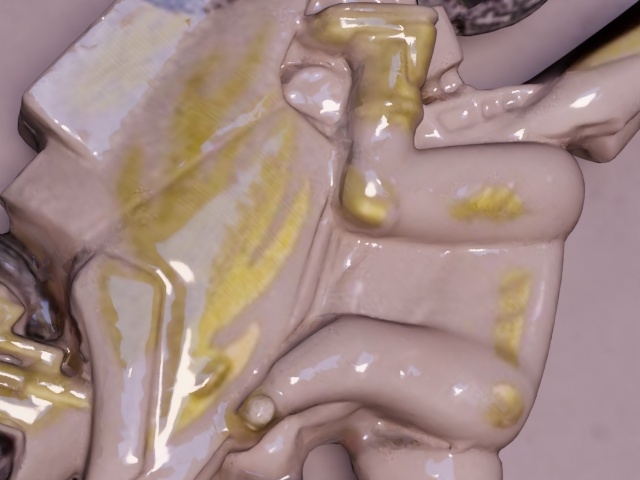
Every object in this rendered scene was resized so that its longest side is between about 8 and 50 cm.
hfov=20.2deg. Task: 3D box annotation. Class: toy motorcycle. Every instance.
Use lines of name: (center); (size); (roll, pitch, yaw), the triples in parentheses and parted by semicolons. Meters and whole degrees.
toy motorcycle: (0.000, 0.000, 0.601); (0.223, 0.108, 0.341); (45, 76, -1)
